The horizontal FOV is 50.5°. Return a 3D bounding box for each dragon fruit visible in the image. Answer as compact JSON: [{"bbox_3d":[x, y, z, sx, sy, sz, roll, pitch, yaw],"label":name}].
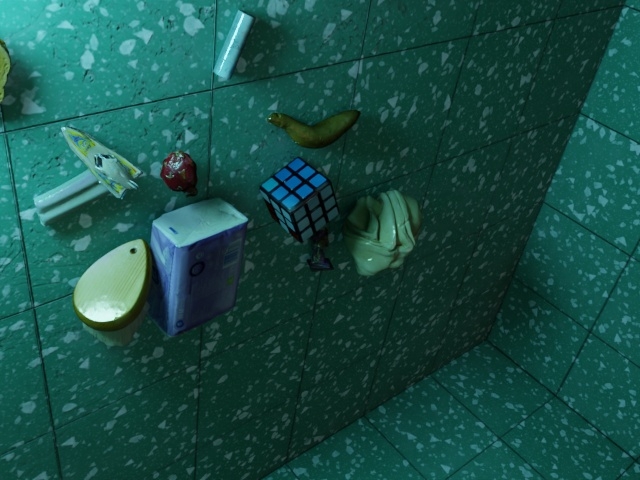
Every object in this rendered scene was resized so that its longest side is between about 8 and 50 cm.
[{"bbox_3d":[-0.352,-0.152,1.731,0.094,0.094,0.190,-37,156,-18],"label":"dragon fruit"}]

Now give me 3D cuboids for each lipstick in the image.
[{"bbox_3d":[-0.206,-0.467,1.620,0.048,0.048,0.157,3,120,-50],"label":"lipstick"}]

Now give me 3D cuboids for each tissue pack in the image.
[{"bbox_3d":[-0.349,0.076,1.883,0.242,0.160,0.338,-22,139,-41],"label":"tissue pack"}]

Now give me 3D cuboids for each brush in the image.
[{"bbox_3d":[-0.516,0.130,1.767,0.266,0.174,0.166,-61,171,-24],"label":"brush"}]

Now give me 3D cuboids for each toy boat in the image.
[{"bbox_3d":[-0.498,-0.182,1.523,0.210,0.066,0.084,44,74,-30],"label":"toy boat"}]

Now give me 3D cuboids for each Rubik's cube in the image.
[{"bbox_3d":[-0.061,-0.122,2.016,0.161,0.162,0.163,-39,146,-14],"label":"Rubik's cube"}]

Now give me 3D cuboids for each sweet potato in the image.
[{"bbox_3d":[-0.017,-0.319,1.958,0.346,0.079,0.108,-11,102,-41],"label":"sweet potato"}]

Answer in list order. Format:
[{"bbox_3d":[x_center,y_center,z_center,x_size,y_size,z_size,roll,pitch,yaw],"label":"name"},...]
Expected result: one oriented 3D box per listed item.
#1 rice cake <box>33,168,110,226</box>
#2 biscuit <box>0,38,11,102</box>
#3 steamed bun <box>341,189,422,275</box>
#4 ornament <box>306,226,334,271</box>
[{"bbox_3d":[-0.557,-0.116,1.571,0.222,0.042,0.080,-33,144,-21],"label":"rice cake"},{"bbox_3d":[-0.663,-0.319,1.251,0.170,0.050,0.170,-22,137,-22],"label":"biscuit"},{"bbox_3d":[0.211,-0.051,2.322,0.289,0.276,0.203,-25,134,7],"label":"steamed bun"},{"bbox_3d":[-0.008,0.004,2.288,0.081,0.088,0.203,-11,122,-11],"label":"ornament"}]
